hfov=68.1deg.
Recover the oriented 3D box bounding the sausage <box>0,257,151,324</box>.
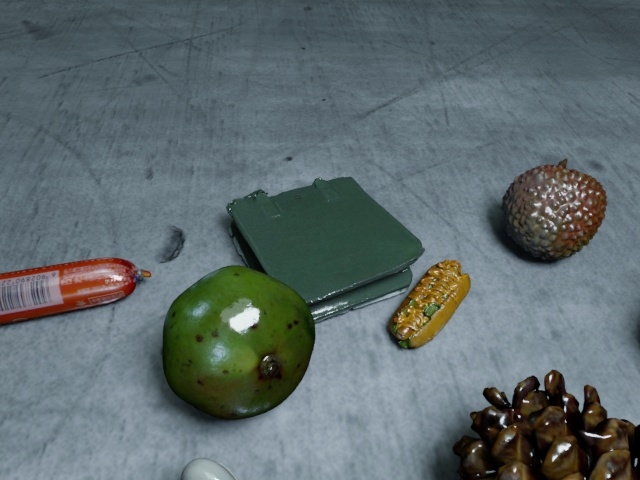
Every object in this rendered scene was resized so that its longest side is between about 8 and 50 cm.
[{"bbox_3d":[-0.385,0.070,0.674,0.274,0.074,0.074,-11,48,-14],"label":"sausage"}]

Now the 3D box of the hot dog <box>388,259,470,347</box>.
[{"bbox_3d":[0.170,0.089,0.716,0.072,0.055,0.188,29,51,24],"label":"hot dog"}]

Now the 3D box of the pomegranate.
[{"bbox_3d":[-0.114,0.115,0.598,0.187,0.186,0.225,-21,22,-24],"label":"pomegranate"}]

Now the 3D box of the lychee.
[{"bbox_3d":[0.394,-0.061,0.807,0.165,0.165,0.197,10,73,5],"label":"lychee"}]

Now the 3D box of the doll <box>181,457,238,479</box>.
[{"bbox_3d":[-0.046,0.342,0.412,0.238,0.111,0.252,9,55,6],"label":"doll"}]

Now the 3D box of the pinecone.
[{"bbox_3d":[0.251,0.261,0.451,0.224,0.224,0.272,-19,33,-22],"label":"pinecone"}]

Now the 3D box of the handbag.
[{"bbox_3d":[0.000,-0.001,0.774,0.248,0.079,0.260,-18,49,-21],"label":"handbag"}]
